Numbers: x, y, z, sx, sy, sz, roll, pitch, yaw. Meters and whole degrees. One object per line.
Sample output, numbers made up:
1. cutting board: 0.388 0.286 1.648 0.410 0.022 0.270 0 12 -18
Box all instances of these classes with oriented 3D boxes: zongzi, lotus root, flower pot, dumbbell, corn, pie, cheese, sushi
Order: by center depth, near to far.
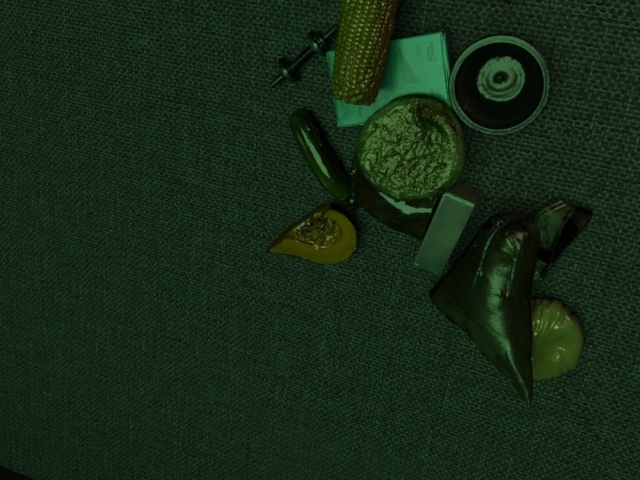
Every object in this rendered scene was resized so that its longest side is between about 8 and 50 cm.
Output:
1. corn: 0.106 -0.511 1.558 0.144 0.144 0.387 12 93 17
2. flower pot: 0.434 -0.385 1.586 0.235 0.148 0.235 6 113 15
3. pie: 0.226 -0.224 1.628 0.277 0.078 0.277 5 103 21
4. zongzi: 0.484 0.152 1.629 0.393 0.174 0.356 55 137 33
5. sushi: 0.577 0.017 1.707 0.109 0.134 0.273 41 136 21
6. lotus root: 0.201 -0.166 1.757 0.260 0.149 0.267 23 112 11
7. dumbbell: -0.046 -0.496 1.767 0.254 0.081 0.081 -34 94 29
8. cheese: 0.605 0.270 1.780 0.214 0.117 0.226 -16 107 21

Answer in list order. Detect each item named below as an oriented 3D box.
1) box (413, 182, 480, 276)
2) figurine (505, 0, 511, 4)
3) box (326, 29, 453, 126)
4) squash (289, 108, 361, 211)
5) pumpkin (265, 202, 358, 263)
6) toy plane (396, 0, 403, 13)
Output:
1. box: 0.338 -0.033 1.758 0.086 0.129 0.225 25 115 11
2. figurine: 0.475 -0.720 1.403 0.277 0.248 0.388 24 119 -33
3. box: 0.187 -0.414 1.686 0.311 0.118 0.205 -4 109 22
4. squash: 0.009 -0.221 1.843 0.087 0.087 0.331 -27 99 26
5. pumpkin: -0.001 -0.001 1.925 0.278 0.111 0.163 -31 109 27
6. toy plane: 0.225 -0.654 1.598 0.169 0.078 0.246 44 147 21
